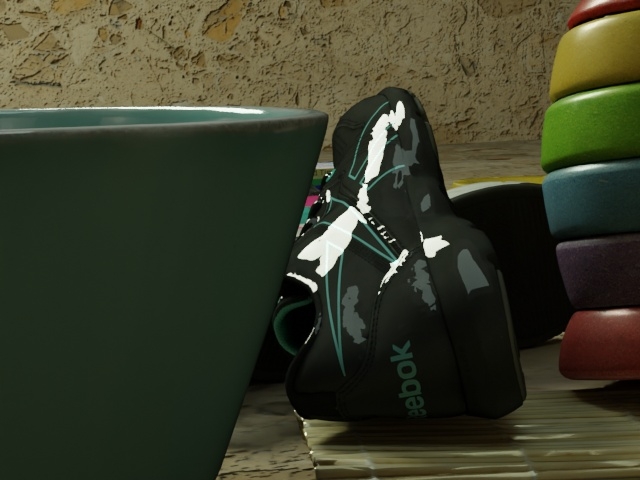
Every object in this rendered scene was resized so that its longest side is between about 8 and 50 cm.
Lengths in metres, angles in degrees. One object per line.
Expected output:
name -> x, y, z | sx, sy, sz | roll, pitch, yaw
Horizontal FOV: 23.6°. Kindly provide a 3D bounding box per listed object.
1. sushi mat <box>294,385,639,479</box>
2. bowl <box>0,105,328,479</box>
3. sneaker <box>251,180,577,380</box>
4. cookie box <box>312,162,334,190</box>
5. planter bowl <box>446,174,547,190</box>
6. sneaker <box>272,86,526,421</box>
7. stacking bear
sushi mat -> 0.148, 0.085, 0.696 | 0.316, 0.019, 0.151 | -2, 6, -6
bowl -> -0.152, 0.034, 0.567 | 0.311, 0.163, 0.311 | -1, 7, 0
sneaker -> 0.028, 0.010, 0.970 | 0.295, 0.124, 0.178 | -6, 18, -28
cookie box -> 0.000, 0.000, 1.073 | 0.092, 0.107, 0.040 | -3, 7, -10
planter bowl -> 0.146, -0.001, 1.130 | 0.217, 0.090, 0.217 | -2, 7, 0
sneaker -> 0.021, 0.001, 0.754 | 0.106, 0.101, 0.267 | -17, 26, 1
stacking bear -> 0.190, -0.078, 0.774 | 0.164, 0.289, 0.175 | 1, -5, -40
